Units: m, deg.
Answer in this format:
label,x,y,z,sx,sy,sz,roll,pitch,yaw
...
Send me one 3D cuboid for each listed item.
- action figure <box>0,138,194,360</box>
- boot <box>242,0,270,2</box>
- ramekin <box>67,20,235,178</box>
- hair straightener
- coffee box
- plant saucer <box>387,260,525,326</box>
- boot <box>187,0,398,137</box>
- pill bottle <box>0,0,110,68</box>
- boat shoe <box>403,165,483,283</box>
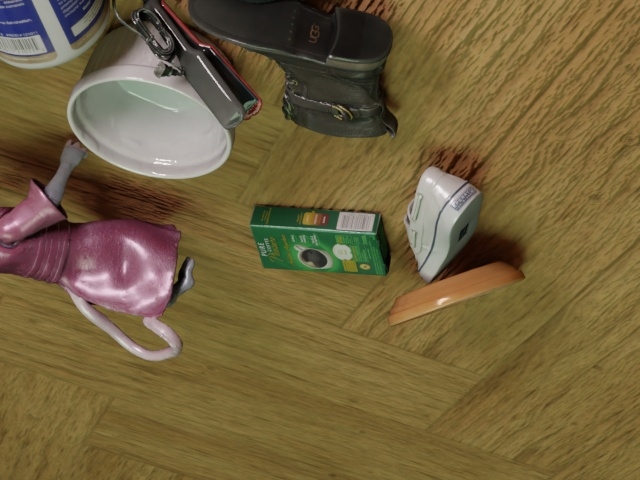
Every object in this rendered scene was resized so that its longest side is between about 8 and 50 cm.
label,x,y,z,sx,sy,sz,roll,pitch,yaw
action figure,-0.379,0.021,2.269,0.370,0.275,0.248,11,158,-26
boot,-0.046,-0.308,1.811,0.121,0.045,0.099,1,150,4
ramekin,-0.198,-0.177,2.015,0.207,0.109,0.207,9,149,5
hair straightener,-0.163,-0.222,1.887,0.047,0.089,0.230,-35,94,34
coffee box,0.000,0.000,2.300,0.184,0.040,0.113,3,147,14
plant saucer,0.183,0.070,2.267,0.200,0.037,0.200,-20,176,-2
boot,-0.030,-0.200,1.947,0.263,0.091,0.229,17,157,5
pill bottle,-0.334,-0.322,1.784,0.153,0.153,0.264,4,148,14
boat shoe,0.155,-0.027,2.176,0.084,0.095,0.258,40,157,12
